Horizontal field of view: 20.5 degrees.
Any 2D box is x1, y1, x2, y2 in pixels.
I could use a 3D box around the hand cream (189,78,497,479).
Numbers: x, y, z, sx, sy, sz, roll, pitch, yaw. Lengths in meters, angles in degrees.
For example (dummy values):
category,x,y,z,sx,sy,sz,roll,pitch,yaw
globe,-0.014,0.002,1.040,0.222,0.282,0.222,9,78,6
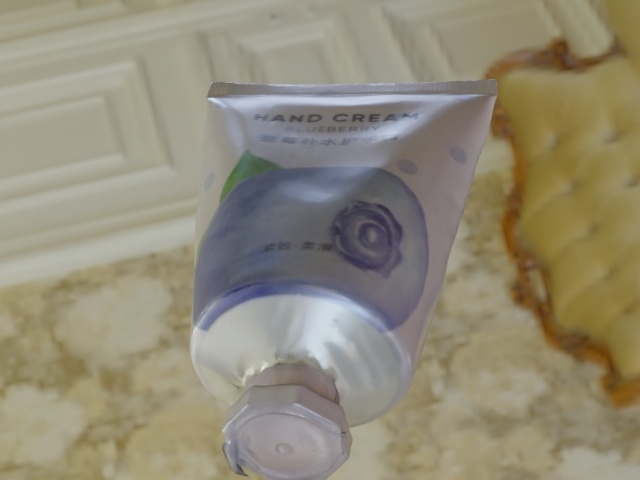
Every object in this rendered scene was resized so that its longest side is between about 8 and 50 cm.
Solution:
category,x,y,z,sx,sy,sz,roll,pitch,yaw
hand cream,0.000,0.000,0.457,0.142,0.084,0.053,-80,-13,-44
